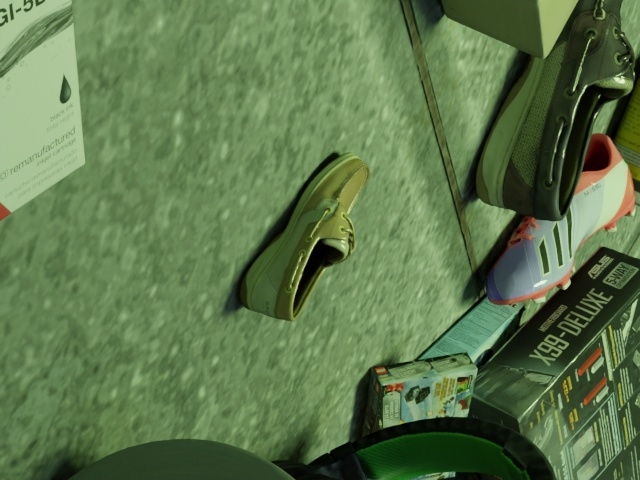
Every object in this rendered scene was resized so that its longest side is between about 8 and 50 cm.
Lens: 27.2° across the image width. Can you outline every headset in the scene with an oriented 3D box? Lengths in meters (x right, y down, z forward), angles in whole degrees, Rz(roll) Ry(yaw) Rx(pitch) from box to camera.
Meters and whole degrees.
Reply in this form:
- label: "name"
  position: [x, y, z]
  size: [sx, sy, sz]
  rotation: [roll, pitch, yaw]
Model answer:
- label: "headset"
  position: [0.008, 0.284, 0.983]
  size: [0.394, 0.243, 0.185]
  rotation: [-27, 116, -10]

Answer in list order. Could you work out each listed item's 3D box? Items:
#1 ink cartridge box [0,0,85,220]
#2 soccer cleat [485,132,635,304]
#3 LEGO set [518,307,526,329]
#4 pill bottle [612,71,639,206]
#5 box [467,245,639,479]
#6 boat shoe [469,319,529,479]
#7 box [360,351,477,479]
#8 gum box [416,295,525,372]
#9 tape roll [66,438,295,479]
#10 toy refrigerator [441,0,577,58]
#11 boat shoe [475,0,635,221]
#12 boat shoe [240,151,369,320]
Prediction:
- label: "ink cartridge box"
  position: [-0.149, -0.071, 0.525]
  size: [0.099, 0.056, 0.135]
  rotation: [-41, 148, -39]
- label: "soccer cleat"
  position: [0.238, -0.020, 1.347]
  size: [0.248, 0.083, 0.095]
  rotation: [-36, 112, -37]
- label: "LEGO set"
  position: [0.205, 0.053, 1.404]
  size: [0.054, 0.023, 0.083]
  rotation: [-3, 103, -65]
- label: "pill bottle"
  position: [0.403, -0.139, 1.489]
  size: [0.119, 0.119, 0.209]
  rotation: [-9, 121, -61]
- label: "box"
  position: [0.271, 0.199, 1.388]
  size: [0.242, 0.076, 0.307]
  rotation: [-41, 134, -27]
- label: "boat shoe"
  position: [0.213, 0.241, 1.497]
  size: [0.120, 0.122, 0.324]
  rotation: [-24, 126, -48]
- label: "box"
  position: [0.085, 0.166, 1.200]
  size: [0.093, 0.027, 0.137]
  rotation: [-7, 128, -19]
- label: "gum box"
  position: [0.131, 0.157, 1.324]
  size: [0.184, 0.041, 0.157]
  rotation: [-36, 143, -45]
- label: "tape roll"
  position: [-0.080, 0.228, 0.756]
  size: [0.219, 0.219, 0.072]
  rotation: [-57, 156, -16]
- label: "toy refrigerator"
  position: [0.179, -0.278, 0.944]
  size: [0.270, 0.094, 0.102]
  rotation: [-60, 162, -7]
- label: "boat shoe"
  position: [0.233, -0.150, 1.167]
  size: [0.285, 0.092, 0.103]
  rotation: [-65, 156, 2]
- label: "boat shoe"
  position: [0.000, 0.000, 0.906]
  size: [0.135, 0.045, 0.050]
  rotation: [-56, 154, -18]
